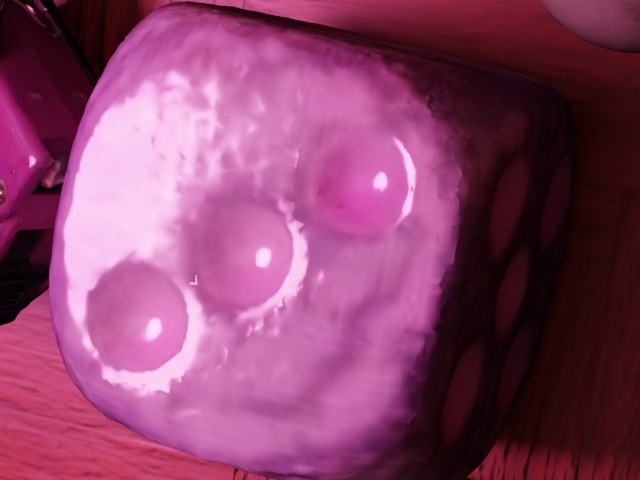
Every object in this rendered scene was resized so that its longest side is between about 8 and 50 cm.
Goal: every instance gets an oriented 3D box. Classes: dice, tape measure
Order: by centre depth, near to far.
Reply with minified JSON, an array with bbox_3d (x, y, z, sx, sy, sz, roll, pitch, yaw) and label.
[{"bbox_3d":[0.000,0.000,1.237,0.270,0.270,0.271,15,98,20],"label":"dice"},{"bbox_3d":[-0.254,-0.071,1.362,0.231,0.149,0.245,53,125,25],"label":"tape measure"}]

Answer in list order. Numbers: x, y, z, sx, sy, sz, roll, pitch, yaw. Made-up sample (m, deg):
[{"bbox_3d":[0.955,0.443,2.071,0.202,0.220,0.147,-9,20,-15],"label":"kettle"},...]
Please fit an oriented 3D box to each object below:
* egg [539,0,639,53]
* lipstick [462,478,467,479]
[{"bbox_3d":[0.223,-0.253,1.178,0.203,0.203,0.282,26,100,17],"label":"egg"},{"bbox_3d":[0.045,0.206,1.239,0.070,0.254,0.070,1,93,20],"label":"lipstick"}]
